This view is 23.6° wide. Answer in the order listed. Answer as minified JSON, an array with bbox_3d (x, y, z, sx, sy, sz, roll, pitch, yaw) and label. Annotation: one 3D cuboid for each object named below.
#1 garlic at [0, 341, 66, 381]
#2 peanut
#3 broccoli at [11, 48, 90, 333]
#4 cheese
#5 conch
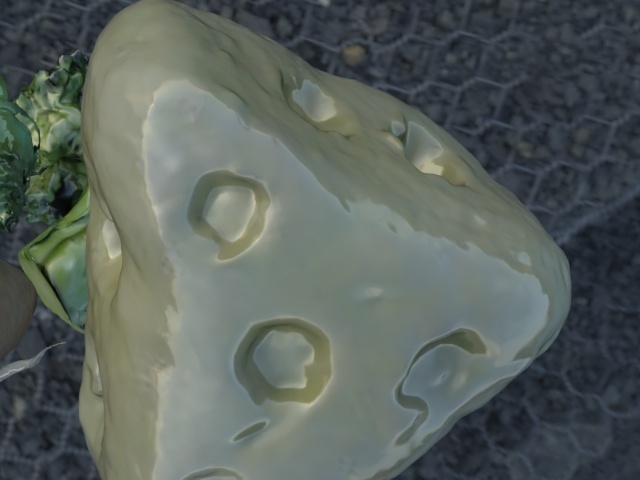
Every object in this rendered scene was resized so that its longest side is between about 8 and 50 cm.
[{"bbox_3d":[-0.466,0.031,1.566,0.246,0.231,0.340,-39,119,11],"label":"garlic"},{"bbox_3d":[-0.209,0.044,0.841,0.152,0.076,0.076,-18,120,-68],"label":"peanut"},{"bbox_3d":[-0.157,-0.041,1.553,0.317,0.277,0.338,-3,81,-25],"label":"broccoli"},{"bbox_3d":[0.001,0.001,0.736,0.248,0.173,0.251,-13,117,-16],"label":"cheese"},{"bbox_3d":[-0.205,-0.070,0.827,0.079,0.201,0.095,-16,148,-45],"label":"conch"}]
